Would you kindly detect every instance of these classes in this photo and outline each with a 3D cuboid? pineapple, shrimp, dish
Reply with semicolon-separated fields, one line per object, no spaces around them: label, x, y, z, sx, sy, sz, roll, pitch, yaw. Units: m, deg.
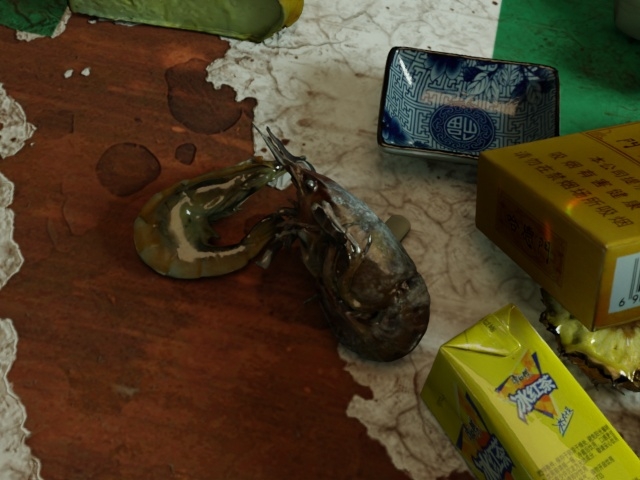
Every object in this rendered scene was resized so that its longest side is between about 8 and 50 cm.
pineapple;0.363;0.095;1.011;0.225;0.076;0.225;-1;58;1
shrimp;0.007;-0.004;1.014;0.116;0.145;0.343;-18;70;-52
shrimp;-0.115;-0.033;1.075;0.254;0.059;0.145;-19;65;-13
dish;0.201;-0.164;1.152;0.243;0.080;0.182;8;60;2

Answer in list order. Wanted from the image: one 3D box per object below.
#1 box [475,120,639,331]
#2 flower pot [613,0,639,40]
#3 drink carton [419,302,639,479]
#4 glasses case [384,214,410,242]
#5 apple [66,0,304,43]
box;0.427;-0.047;0.995;0.415;0.116;0.264;-12;30;-15
flower pot;0.621;-0.368;1.225;0.367;0.164;0.254;-19;55;-1
drink carton;0.254;0.251;0.870;0.111;0.154;0.351;-27;65;-17
glasses case;0.086;0.000;1.085;0.032;0.021;0.083;32;64;16
apple;-0.196;-0.400;1.247;0.346;0.254;0.179;8;100;2
